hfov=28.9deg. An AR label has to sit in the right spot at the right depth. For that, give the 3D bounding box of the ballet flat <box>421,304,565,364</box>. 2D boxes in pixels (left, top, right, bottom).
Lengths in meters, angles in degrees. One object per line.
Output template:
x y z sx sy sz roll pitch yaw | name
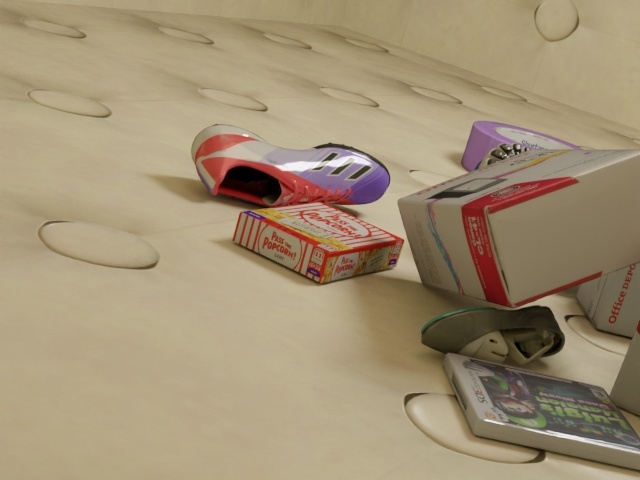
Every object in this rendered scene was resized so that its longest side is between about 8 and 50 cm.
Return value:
0.207 0.114 1.429 0.213 0.072 0.068 -2 53 -42 | ballet flat

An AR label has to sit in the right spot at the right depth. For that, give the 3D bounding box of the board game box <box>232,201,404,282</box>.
0.000 0.000 1.642 0.147 0.045 0.193 25 18 28 | board game box

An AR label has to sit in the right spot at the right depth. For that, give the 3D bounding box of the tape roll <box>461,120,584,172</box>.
0.431 -0.160 2.532 0.275 0.090 0.275 14 16 -4 | tape roll

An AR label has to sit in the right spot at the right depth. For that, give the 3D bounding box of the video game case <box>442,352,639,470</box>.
0.235 0.178 1.311 0.190 0.022 0.173 14 16 -9 | video game case

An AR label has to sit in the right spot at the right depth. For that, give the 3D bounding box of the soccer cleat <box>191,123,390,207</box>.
-0.035 -0.086 1.838 0.318 0.108 0.116 11 37 -25 | soccer cleat

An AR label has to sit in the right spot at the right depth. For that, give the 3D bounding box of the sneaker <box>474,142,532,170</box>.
0.353 -0.015 1.859 0.330 0.147 0.130 35 57 -10 | sneaker

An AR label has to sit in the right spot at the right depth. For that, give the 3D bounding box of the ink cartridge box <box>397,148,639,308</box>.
0.255 -0.023 1.537 0.226 0.131 0.306 -20 10 -14 | ink cartridge box

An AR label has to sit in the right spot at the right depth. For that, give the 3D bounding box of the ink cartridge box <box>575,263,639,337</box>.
0.467 0.065 1.725 0.176 0.128 0.127 14 16 -8 | ink cartridge box

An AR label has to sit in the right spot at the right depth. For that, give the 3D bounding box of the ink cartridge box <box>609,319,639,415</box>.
0.459 0.097 1.483 0.114 0.197 0.273 24 18 21 | ink cartridge box
